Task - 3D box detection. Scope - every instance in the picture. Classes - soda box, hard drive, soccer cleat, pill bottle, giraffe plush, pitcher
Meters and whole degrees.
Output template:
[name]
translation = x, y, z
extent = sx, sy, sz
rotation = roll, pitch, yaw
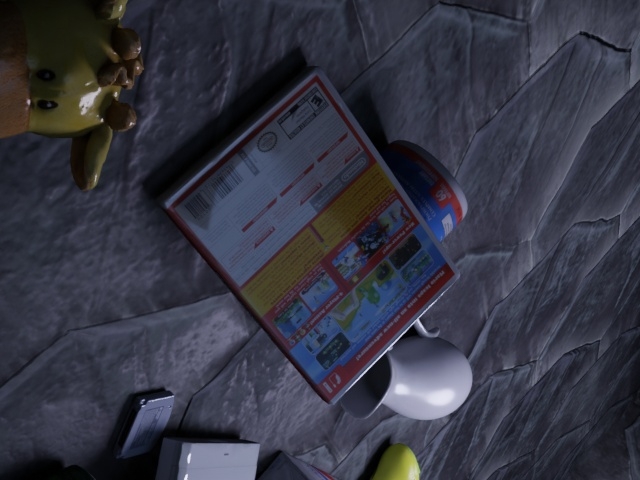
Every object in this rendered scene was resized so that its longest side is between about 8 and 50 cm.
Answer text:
[soda box]
translation = -0.008, 0.415, 1.387
extent = 0.098, 0.091, 0.286
rotation = -48, 148, -4
[hard drive]
translation = -0.155, 0.394, 1.073
extent = 0.203, 0.040, 0.307
rotation = 29, 68, -65
[soccer cleat]
translation = 0.089, 0.486, 1.589
extent = 0.121, 0.093, 0.289
rotation = -2, 123, -43
[pill bottle]
translation = 0.050, 0.001, 1.009
extent = 0.221, 0.124, 0.124
rotation = -45, 148, -13
[giraffe plush]
translation = -0.190, -0.113, 0.537
extent = 0.210, 0.170, 0.181
rotation = -38, 146, -22
[pitcher]
translation = 0.137, 0.177, 1.324
extent = 0.207, 0.125, 0.177
rotation = 10, 98, -44

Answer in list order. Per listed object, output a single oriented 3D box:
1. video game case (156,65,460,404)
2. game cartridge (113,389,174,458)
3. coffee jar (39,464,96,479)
[video game case]
translation = 0.000, 0.000, 0.899
extent = 0.204, 0.025, 0.285
rotation = -43, 115, -14
[game cartridge]
translation = -0.195, 0.205, 1.003
extent = 0.056, 0.017, 0.083
rotation = 2, 120, -49
[coffee jar]
translation = -0.309, 0.300, 0.890
extent = 0.184, 0.079, 0.096
rotation = -17, 137, -45
